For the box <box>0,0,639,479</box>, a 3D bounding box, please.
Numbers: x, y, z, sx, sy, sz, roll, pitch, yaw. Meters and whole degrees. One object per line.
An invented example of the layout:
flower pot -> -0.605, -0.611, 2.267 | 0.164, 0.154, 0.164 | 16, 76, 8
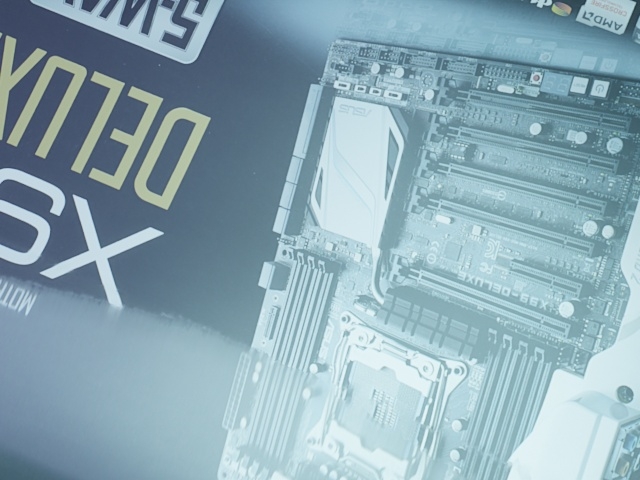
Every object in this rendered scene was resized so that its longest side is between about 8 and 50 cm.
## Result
box -> 0.000, 0.000, 0.422 | 0.307, 0.076, 0.242 | 23, 80, 9
